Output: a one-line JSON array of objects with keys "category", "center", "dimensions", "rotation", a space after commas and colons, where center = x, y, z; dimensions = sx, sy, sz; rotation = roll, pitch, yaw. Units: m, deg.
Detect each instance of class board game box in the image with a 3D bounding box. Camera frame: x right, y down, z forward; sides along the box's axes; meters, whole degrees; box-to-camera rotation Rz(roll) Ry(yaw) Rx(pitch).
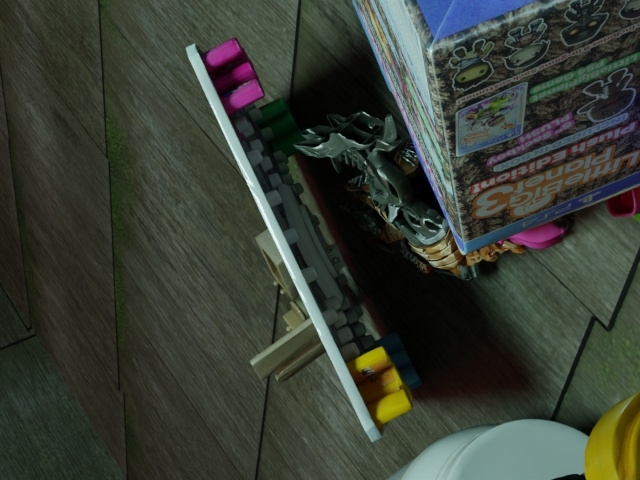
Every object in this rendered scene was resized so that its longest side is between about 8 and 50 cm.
[{"category": "board game box", "center": [0.000, 0.000, 1.264], "dimensions": [0.390, 0.050, 0.390], "rotation": [65, -176, 5]}, {"category": "board game box", "center": [0.103, -0.163, 0.773], "dimensions": [0.291, 0.141, 0.232], "rotation": [65, -176, -67]}]

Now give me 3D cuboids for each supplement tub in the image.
[{"category": "supplement tub", "center": [0.154, 0.319, 1.212], "dimensions": [0.241, 0.241, 0.331], "rotation": [60, 153, 14]}]

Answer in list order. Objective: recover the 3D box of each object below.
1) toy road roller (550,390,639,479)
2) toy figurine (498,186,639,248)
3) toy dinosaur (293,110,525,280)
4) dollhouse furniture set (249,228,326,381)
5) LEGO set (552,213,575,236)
[{"category": "toy road roller", "center": [0.317, 0.260, 0.910], "dimensions": [0.329, 0.202, 0.240], "rotation": [62, 143, 14]}, {"category": "toy figurine", "center": [0.183, -0.065, 0.926], "dimensions": [0.130, 0.159, 0.173], "rotation": [1, 109, 67]}, {"category": "toy dinosaur", "center": [0.115, -0.051, 1.148], "dimensions": [0.322, 0.164, 0.218], "rotation": [-9, 119, 45]}, {"category": "dollhouse furniture set", "center": [-0.061, 0.088, 1.524], "dimensions": [0.151, 0.123, 0.144], "rotation": [50, 171, 25]}, {"category": "LEGO set", "center": [0.209, -0.035, 1.077], "dimensions": [0.054, 0.023, 0.083], "rotation": [47, 135, 31]}]
